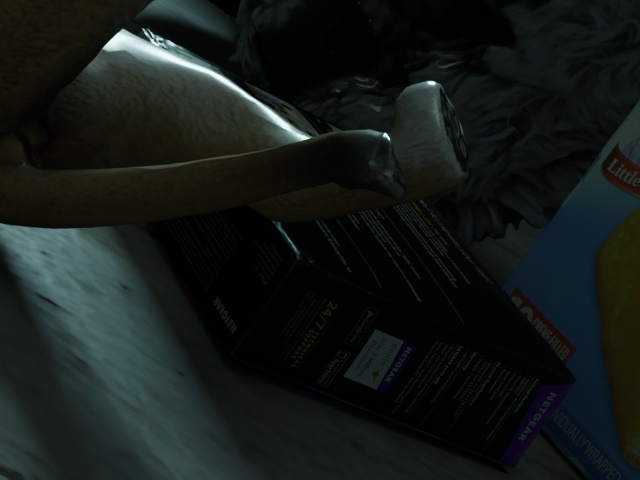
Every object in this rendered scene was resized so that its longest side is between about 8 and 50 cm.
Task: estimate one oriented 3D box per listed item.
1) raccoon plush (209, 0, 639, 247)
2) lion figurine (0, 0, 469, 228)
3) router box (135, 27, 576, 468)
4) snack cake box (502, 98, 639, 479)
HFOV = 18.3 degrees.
[{"bbox_3d":[0.119,-0.119,0.979,0.446,0.216,0.299,19,16,-9],"label":"raccoon plush"},{"bbox_3d":[-0.099,-0.127,0.667,0.142,0.240,0.392,64,14,-45],"label":"lion figurine"},{"bbox_3d":[0.000,0.000,0.740,0.133,0.046,0.179,24,18,-34],"label":"router box"},{"bbox_3d":[0.190,0.063,0.738,0.089,0.152,0.264,19,21,-43],"label":"snack cake box"}]
